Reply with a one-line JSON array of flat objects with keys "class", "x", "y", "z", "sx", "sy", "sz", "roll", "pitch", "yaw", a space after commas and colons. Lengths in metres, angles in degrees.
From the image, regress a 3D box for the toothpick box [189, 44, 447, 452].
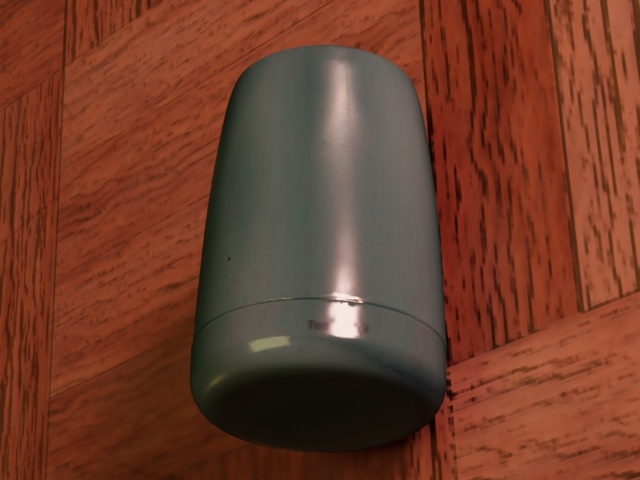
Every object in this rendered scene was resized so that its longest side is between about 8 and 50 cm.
[{"class": "toothpick box", "x": 0.000, "y": 0.000, "z": 0.807, "sx": 0.120, "sy": 0.120, "sz": 0.184, "roll": -25, "pitch": 53, "yaw": 40}]
